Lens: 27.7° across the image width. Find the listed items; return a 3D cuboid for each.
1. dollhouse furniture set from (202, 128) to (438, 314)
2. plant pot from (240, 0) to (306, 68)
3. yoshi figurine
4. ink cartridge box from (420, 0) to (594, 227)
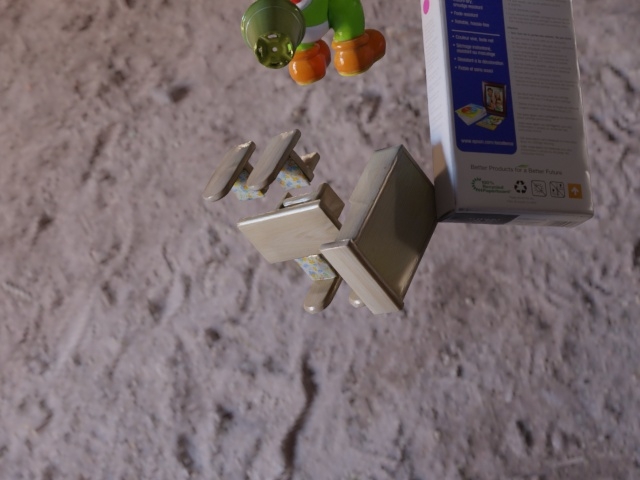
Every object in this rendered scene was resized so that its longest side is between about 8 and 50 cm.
[{"bbox_3d":[0.000,0.000,1.501,0.242,0.212,0.161,-12,39,42],"label":"dollhouse furniture set"},{"bbox_3d":[-0.058,-0.254,1.628,0.083,0.083,0.079,-16,30,6],"label":"plant pot"},{"bbox_3d":[-0.024,-0.433,1.966,0.203,0.362,0.203,-29,28,-11],"label":"yoshi figurine"},{"bbox_3d":[0.211,-0.200,1.507,0.175,0.069,0.371,3,76,-19],"label":"ink cartridge box"}]
